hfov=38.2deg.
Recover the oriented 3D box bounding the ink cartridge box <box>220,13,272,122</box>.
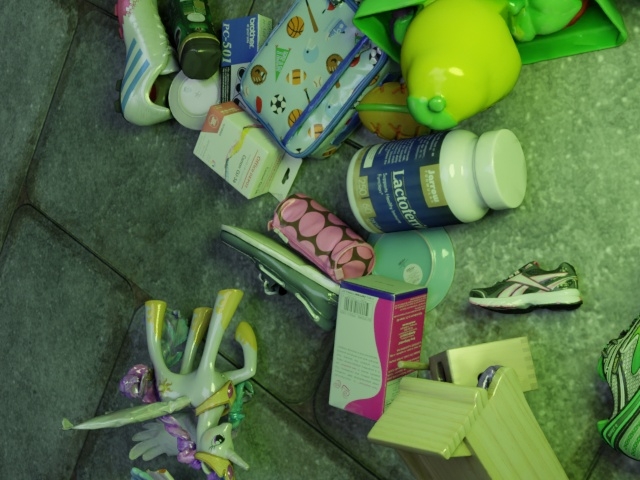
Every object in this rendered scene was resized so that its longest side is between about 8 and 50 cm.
[{"bbox_3d":[-0.147,-0.333,1.824,0.097,0.046,0.207,0,88,36],"label":"ink cartridge box"}]

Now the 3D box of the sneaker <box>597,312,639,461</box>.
[{"bbox_3d":[0.460,0.146,1.297,0.146,0.134,0.343,10,94,37],"label":"sneaker"}]

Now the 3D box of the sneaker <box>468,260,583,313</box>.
[{"bbox_3d":[0.323,0.072,1.453,0.178,0.072,0.077,-5,73,28],"label":"sneaker"}]

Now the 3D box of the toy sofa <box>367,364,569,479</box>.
[{"bbox_3d":[0.241,0.347,1.342,0.150,0.177,0.362,-1,130,50],"label":"toy sofa"}]

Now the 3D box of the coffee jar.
[{"bbox_3d":[-0.253,-0.415,1.858,0.096,0.079,0.184,117,143,-52],"label":"coffee jar"}]

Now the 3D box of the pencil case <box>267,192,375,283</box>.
[{"bbox_3d":[0.000,0.000,1.654,0.209,0.098,0.095,36,136,41],"label":"pencil case"}]

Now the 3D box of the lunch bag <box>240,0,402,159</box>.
[{"bbox_3d":[0.009,-0.306,1.669,0.303,0.115,0.243,-49,64,25],"label":"lunch bag"}]

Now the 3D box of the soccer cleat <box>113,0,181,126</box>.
[{"bbox_3d":[-0.352,-0.406,1.953,0.143,0.116,0.331,1,91,23],"label":"soccer cleat"}]

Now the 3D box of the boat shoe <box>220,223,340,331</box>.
[{"bbox_3d":[-0.076,0.063,1.710,0.320,0.116,0.099,28,100,29],"label":"boat shoe"}]

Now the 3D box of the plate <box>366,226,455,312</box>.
[{"bbox_3d":[0.145,0.039,1.603,0.188,0.024,0.188,-3,85,36],"label":"plate"}]

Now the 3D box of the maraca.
[{"bbox_3d":[0.148,-0.215,1.551,0.186,0.127,0.099,7,97,28],"label":"maraca"}]

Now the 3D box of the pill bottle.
[{"bbox_3d":[0.188,-0.098,1.499,0.265,0.153,0.153,-8,83,36],"label":"pill bottle"}]

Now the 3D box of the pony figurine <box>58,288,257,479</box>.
[{"bbox_3d":[-0.275,0.296,1.776,0.351,0.303,0.363,-9,67,27],"label":"pony figurine"}]

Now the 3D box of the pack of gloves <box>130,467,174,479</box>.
[{"bbox_3d":[-0.263,0.515,1.791,0.195,0.046,0.232,-14,115,54],"label":"pack of gloves"}]

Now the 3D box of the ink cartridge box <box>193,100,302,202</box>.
[{"bbox_3d":[-0.140,-0.163,1.767,0.198,0.067,0.115,39,125,20],"label":"ink cartridge box"}]

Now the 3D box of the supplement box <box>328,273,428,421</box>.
[{"bbox_3d":[0.097,0.179,1.560,0.111,0.114,0.219,14,102,36],"label":"supplement box"}]

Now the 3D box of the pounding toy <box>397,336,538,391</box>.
[{"bbox_3d":[0.218,0.221,1.457,0.181,0.206,0.094,-9,79,-8],"label":"pounding toy"}]

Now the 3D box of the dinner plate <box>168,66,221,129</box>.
[{"bbox_3d":[-0.245,-0.295,1.880,0.141,0.017,0.141,-1,85,14],"label":"dinner plate"}]

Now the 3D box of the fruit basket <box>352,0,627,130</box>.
[{"bbox_3d":[0.240,-0.305,1.388,0.392,0.283,0.391,-15,65,34],"label":"fruit basket"}]
